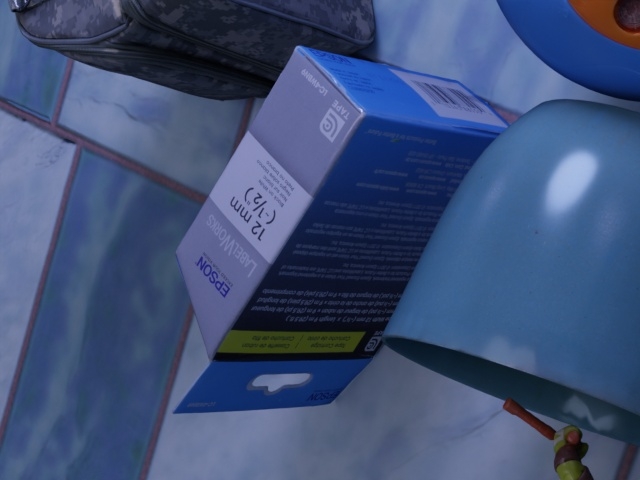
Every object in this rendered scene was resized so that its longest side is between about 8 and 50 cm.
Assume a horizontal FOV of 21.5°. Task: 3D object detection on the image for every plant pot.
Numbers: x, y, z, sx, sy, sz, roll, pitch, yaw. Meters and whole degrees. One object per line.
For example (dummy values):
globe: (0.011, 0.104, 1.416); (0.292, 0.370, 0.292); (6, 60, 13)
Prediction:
plant pot: (0.227, 0.024, 1.394); (0.293, 0.293, 0.235); (14, 79, 39)

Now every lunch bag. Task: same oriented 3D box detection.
lunch bag: (-0.128, -0.254, 1.687); (0.256, 0.305, 0.213); (-21, 72, 33)

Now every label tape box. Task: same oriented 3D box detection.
label tape box: (0.000, 0.000, 1.592); (0.115, 0.249, 0.348); (48, 117, 30)

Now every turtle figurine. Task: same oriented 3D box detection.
turtle figurine: (0.259, 0.233, 1.382); (0.269, 0.087, 0.217); (56, 150, 0)

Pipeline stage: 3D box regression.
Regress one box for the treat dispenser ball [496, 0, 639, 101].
treat dispenser ball: (0.273, -0.254, 1.355); (0.288, 0.288, 0.288); (-3, 86, 40)
